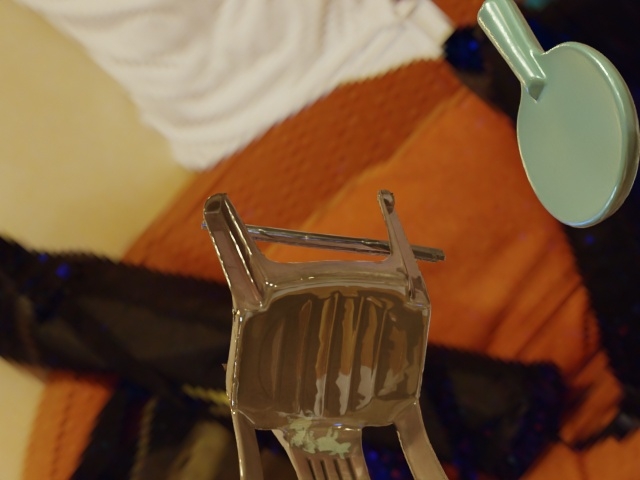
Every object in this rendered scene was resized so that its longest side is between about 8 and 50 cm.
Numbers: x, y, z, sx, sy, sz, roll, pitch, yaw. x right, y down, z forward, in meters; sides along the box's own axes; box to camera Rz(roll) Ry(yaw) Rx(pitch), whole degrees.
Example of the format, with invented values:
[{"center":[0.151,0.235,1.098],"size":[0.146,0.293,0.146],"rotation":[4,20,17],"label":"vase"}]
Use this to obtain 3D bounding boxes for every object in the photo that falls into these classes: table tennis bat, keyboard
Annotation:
[{"center":[0.198,-0.119,1.564],"size":[0.237,0.038,0.149],"rotation":[62,145,33],"label":"table tennis bat"},{"center":[0.000,0.001,1.806],"size":[0.262,0.106,0.016],"rotation":[7,90,44],"label":"keyboard"}]

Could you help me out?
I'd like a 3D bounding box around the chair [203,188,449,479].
[{"center":[0.008,0.112,1.456],"size":[0.326,0.176,0.183],"rotation":[-116,27,-60],"label":"chair"}]
